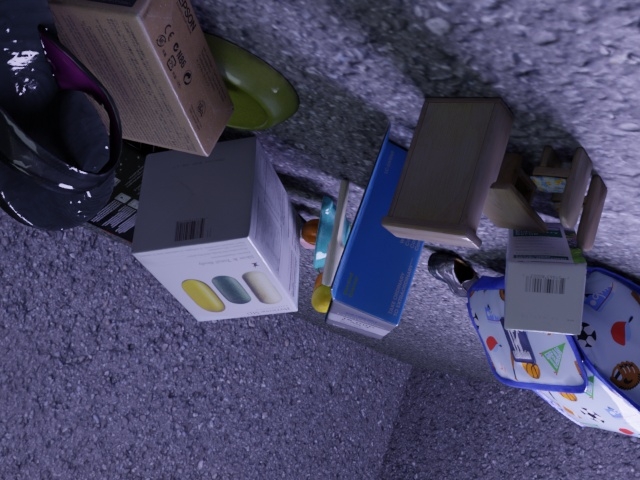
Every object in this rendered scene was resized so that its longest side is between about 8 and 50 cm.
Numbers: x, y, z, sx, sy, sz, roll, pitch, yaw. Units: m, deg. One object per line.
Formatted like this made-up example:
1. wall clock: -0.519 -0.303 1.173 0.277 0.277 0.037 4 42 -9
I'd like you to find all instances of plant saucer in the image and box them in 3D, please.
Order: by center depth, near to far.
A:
1. plant saucer: -0.147 -0.208 1.002 0.241 0.037 0.241 18 168 4

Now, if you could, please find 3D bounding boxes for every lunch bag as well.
1. lunch bag: 0.483 0.195 1.366 0.385 0.239 0.328 38 165 -10

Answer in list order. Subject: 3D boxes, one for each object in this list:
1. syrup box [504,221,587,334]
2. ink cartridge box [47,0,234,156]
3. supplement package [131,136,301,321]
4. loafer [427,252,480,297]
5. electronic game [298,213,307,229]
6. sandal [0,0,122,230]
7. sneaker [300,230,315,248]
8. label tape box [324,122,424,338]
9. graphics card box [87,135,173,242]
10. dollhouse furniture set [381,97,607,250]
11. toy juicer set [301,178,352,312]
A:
1. syrup box: 0.300 0.042 1.005 0.093 0.096 0.237 3 -165 14
2. ink cartridge box: -0.229 -0.215 0.865 0.193 0.088 0.235 15 153 20
3. supplement package: -0.164 -0.010 1.270 0.199 0.198 0.263 -7 148 13
4. loafer: 0.292 0.076 1.518 0.170 0.062 0.061 28 161 -38
5. electronic game: -0.139 -0.040 1.545 0.229 0.048 0.229 5 -176 0
6. sandal: -0.290 -0.138 0.768 0.107 0.167 0.446 22 153 15
7. sneaker: 0.000 0.000 1.652 0.134 0.051 0.070 20 170 10
8. label tape box: 0.095 0.008 1.087 0.106 0.240 0.334 19 168 3
9. graphics card box: -0.366 -0.116 1.367 0.233 0.094 0.371 -32 138 32
10. dollhouse furniture set: 0.198 -0.042 0.901 0.212 0.161 0.242 9 164 39
11. toy juicer set: 0.002 0.025 1.381 0.089 0.209 0.329 10 168 4
